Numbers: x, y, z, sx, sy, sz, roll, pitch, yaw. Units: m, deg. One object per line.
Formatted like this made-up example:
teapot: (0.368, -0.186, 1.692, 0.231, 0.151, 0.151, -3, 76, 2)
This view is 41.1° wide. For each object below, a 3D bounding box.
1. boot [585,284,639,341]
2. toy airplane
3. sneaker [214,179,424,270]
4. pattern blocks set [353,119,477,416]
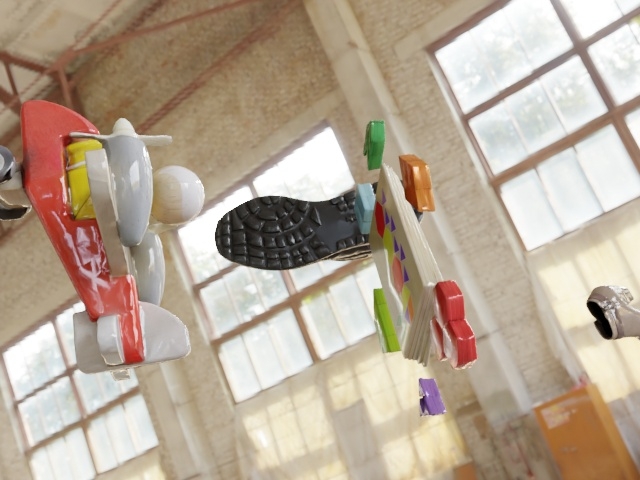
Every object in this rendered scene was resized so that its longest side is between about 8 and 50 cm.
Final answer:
boot: (0.381, 0.107, 1.066, 0.087, 0.118, 0.042, -18, -24, -42)
toy airplane: (-0.273, -0.003, 1.181, 0.272, 0.384, 0.386, -29, 29, -18)
sneaker: (0.000, 0.000, 1.174, 0.283, 0.107, 0.124, -7, -19, 1)
pattern blocks set: (0.090, 0.027, 0.908, 0.026, 0.324, 0.285, -7, -30, -10)
